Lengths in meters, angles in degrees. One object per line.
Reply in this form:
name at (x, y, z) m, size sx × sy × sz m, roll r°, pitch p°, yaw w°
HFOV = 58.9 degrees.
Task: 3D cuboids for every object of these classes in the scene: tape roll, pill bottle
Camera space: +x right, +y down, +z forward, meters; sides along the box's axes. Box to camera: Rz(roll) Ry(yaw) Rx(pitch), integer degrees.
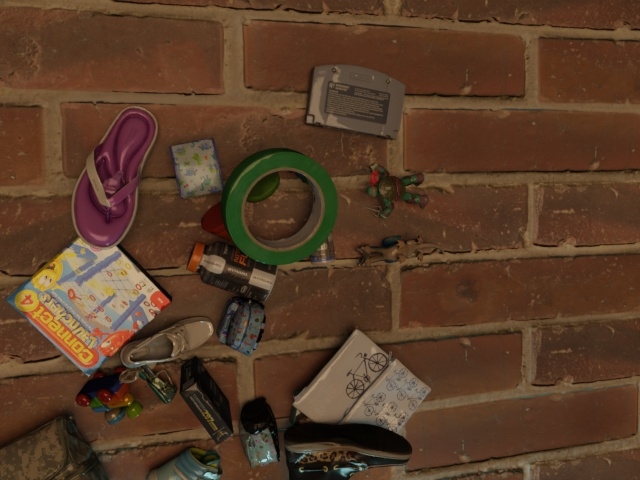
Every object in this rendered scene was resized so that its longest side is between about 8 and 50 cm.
tape roll at (-0.113, -0.093, 1.579) m, size 0.321 × 0.077 × 0.321 m, roll -7°, pitch 111°, yaw -19°
pill bottle at (0.000, 0.000, 1.727) m, size 0.078 × 0.078 × 0.137 m, roll -9°, pitch 97°, yaw -14°
pill bottle at (-0.258, 0.082, 1.641) m, size 0.246 × 0.130 × 0.130 m, roll 20°, pitch 90°, yaw -15°

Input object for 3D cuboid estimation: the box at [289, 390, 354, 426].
box at (0.032, 0.545, 1.791) m, size 0.244 × 0.060 × 0.100 m, roll 11°, pitch 92°, yaw -15°

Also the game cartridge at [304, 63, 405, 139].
game cartridge at (0.109, -0.429, 1.732) m, size 0.297 × 0.062 × 0.198 m, roll 8°, pitch 89°, yaw -15°

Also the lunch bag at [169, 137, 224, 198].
lunch bag at (-0.351, -0.206, 1.610) m, size 0.129 × 0.096 × 0.151 m, roll -14°, pitch 108°, yaw -13°

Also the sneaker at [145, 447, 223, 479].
sneaker at (-0.341, 0.757, 1.681) m, size 0.208 × 0.127 × 0.319 m, roll -38°, pitch 103°, yaw -7°

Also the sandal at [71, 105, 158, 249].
sandal at (-0.553, -0.183, 1.513) m, size 0.169 × 0.102 × 0.416 m, roll 16°, pitch 75°, yaw -15°

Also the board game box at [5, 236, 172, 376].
board game box at (-0.631, 0.160, 1.574) m, size 0.302 × 0.086 × 0.308 m, roll -43°, pitch 103°, yaw -8°

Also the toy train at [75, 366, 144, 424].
toy train at (-0.540, 0.432, 1.566) m, size 0.248 × 0.105 × 0.143 m, roll -18°, pitch 116°, yaw 27°

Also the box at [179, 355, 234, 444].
box at (-0.323, 0.445, 1.602) m, size 0.059 × 0.233 × 0.183 m, roll -33°, pitch 101°, yaw -7°

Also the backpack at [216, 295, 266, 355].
backpack at (-0.225, 0.249, 1.641) m, size 0.117 × 0.173 × 0.158 m, roll 20°, pitch 90°, yaw -15°

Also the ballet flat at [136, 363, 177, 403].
ballet flat at (-0.490, 0.390, 1.651) m, size 0.070 × 0.070 × 0.188 m, roll -40°, pitch 105°, yaw -8°

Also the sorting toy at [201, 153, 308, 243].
sorting toy at (-0.171, -0.109, 1.675) m, size 0.366 × 0.127 × 0.126 m, roll -38°, pitch 126°, yaw -7°

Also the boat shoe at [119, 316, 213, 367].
boat shoe at (-0.421, 0.295, 1.609) m, size 0.277 × 0.096 × 0.098 m, roll -21°, pitch 95°, yaw -30°

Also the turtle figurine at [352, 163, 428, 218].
turtle figurine at (0.215, -0.153, 1.755) m, size 0.234 × 0.118 × 0.175 m, roll -3°, pitch 95°, yaw -20°

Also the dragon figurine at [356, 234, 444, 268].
dragon figurine at (0.248, 0.029, 1.789) m, size 0.289 × 0.144 × 0.085 m, roll -12°, pitch 96°, yaw -33°

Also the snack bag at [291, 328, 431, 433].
snack bag at (0.133, 0.483, 1.763) m, size 0.342 × 0.037 × 0.323 m, roll 44°, pitch 83°, yaw -13°

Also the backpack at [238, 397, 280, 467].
backpack at (-0.184, 0.590, 1.708) m, size 0.115 × 0.152 × 0.182 m, roll -12°, pitch 110°, yaw -8°

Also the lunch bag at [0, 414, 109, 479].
lunch bag at (-0.767, 0.647, 1.529) m, size 0.305 × 0.212 × 0.256 m, roll -27°, pitch 84°, yaw -11°

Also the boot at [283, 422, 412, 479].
boot at (0.071, 0.703, 1.689) m, size 0.378 × 0.138 × 0.284 m, roll 3°, pitch 102°, yaw -3°
